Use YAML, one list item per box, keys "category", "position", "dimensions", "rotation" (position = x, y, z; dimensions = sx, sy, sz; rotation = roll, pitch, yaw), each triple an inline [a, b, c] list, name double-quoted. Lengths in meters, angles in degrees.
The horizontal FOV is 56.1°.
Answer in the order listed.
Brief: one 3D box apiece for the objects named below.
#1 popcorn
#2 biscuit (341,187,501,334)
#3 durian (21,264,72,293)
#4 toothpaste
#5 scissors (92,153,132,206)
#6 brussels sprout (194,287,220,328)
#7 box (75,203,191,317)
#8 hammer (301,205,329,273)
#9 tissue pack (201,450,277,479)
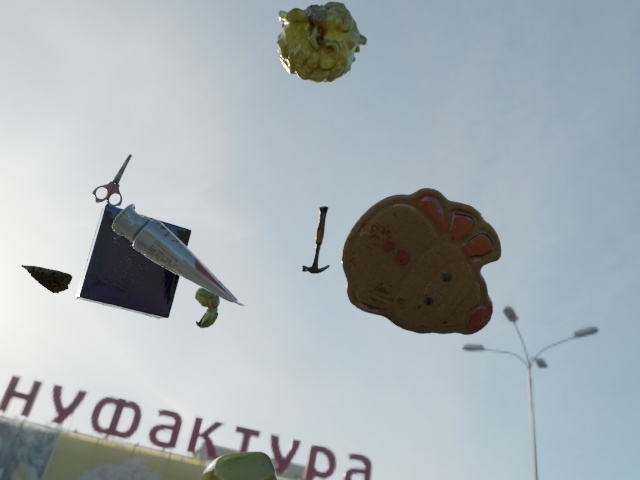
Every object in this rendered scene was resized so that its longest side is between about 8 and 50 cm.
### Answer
- category: "popcorn"
  position: [0.000, -0.525, 1.569]
  dimensions: [0.235, 0.181, 0.216]
  rotation: [-18, -56, 6]
- category: "biscuit"
  position: [0.242, 0.064, 1.397]
  dimensions: [0.381, 0.074, 0.359]
  rotation: [40, -72, 9]
- category: "durian"
  position: [-0.589, 0.075, 1.310]
  dimensions: [0.052, 0.066, 0.130]
  rotation: [-47, -31, 4]
- category: "toothpaste"
  position: [-0.215, 0.034, 0.932]
  dimensions: [0.234, 0.057, 0.089]
  rotation: [38, -7, 0]
- category: "scissors"
  position: [-0.733, -0.218, 2.163]
  dimensions: [0.110, 0.212, 0.021]
  rotation: [29, 1, -36]
- category: "brussels sprout"
  position: [-0.227, 0.135, 1.208]
  dimensions: [0.051, 0.083, 0.046]
  rotation: [-1, -11, -13]
- category: "box"
  position: [-0.548, 0.067, 1.773]
  dimensions: [0.261, 0.279, 0.116]
  rotation: [18, -16, -24]
- category: "hammer"
  position: [0.000, 0.000, 1.705]
  dimensions: [0.078, 0.021, 0.201]
  rotation: [9, -75, -6]
- category: "tissue pack"
  position: [-0.126, 0.437, 0.956]
  dimensions: [0.123, 0.178, 0.127]
  rotation: [0, -35, -23]
